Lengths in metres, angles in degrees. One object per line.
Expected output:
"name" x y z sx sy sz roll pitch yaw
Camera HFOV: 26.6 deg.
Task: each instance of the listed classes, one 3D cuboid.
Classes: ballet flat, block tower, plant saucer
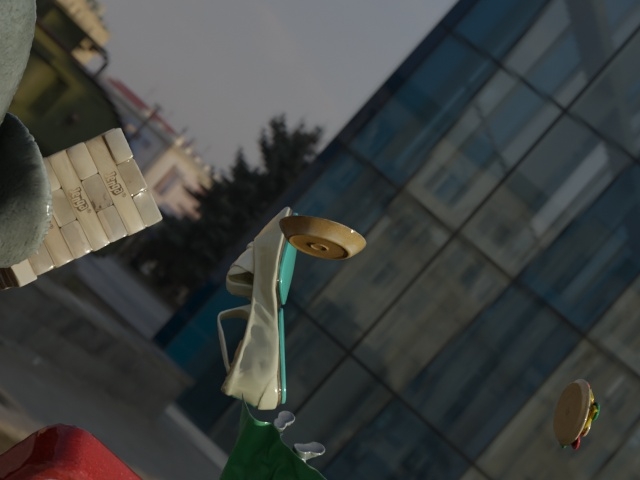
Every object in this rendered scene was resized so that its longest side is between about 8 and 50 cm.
"ballet flat" -0.071 0.067 1.482 0.086 0.086 0.248 46 38 -44
"block tower" -0.292 0.008 1.117 0.097 0.335 0.091 -7 -71 64
"plant saucer" 0.000 0.000 1.251 0.083 0.015 0.083 14 -18 5

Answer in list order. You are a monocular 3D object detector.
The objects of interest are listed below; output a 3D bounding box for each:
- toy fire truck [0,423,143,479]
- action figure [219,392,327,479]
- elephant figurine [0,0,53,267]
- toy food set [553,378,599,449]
"toy fire truck" -0.135 0.262 0.797 0.302 0.254 0.169 47 23 -23
"action figure" -0.074 0.284 1.409 0.063 0.232 0.137 -7 44 -48
"elephant figurine" -0.226 -0.042 0.736 0.169 0.239 0.186 2 -1 -6
"toy food set" 0.295 0.202 1.574 0.020 0.083 0.082 19 29 -12
